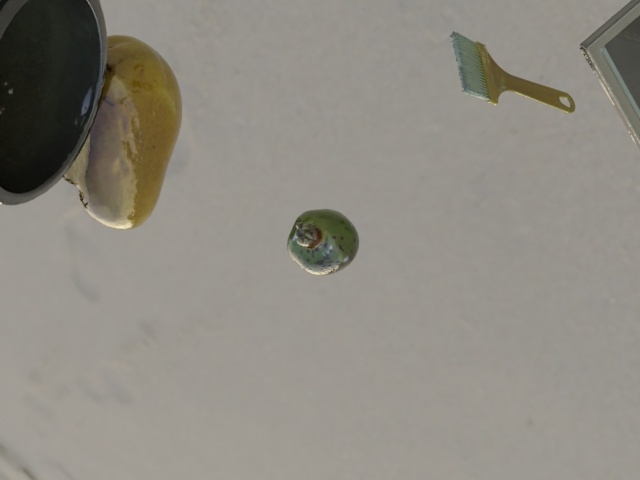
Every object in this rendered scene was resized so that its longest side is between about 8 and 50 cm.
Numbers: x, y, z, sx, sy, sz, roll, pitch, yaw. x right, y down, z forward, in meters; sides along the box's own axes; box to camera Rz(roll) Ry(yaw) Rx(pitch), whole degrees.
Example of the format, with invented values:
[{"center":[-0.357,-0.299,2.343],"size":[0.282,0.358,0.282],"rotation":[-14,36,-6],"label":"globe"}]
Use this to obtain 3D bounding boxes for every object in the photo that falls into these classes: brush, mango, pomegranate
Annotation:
[{"center":[0.234,-0.185,1.668],"size":[0.205,0.083,0.011],"rotation":[14,146,-38],"label":"brush"},{"center":[-0.265,-0.138,1.850],"size":[0.130,0.167,0.262],"rotation":[35,122,50],"label":"mango"},{"center":[0.004,0.002,1.409],"size":[0.073,0.073,0.084],"rotation":[47,178,-4],"label":"pomegranate"}]

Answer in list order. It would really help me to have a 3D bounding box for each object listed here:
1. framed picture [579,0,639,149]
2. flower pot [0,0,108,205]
[{"center":[0.384,-0.214,1.380],"size":[0.189,0.260,0.023],"rotation":[50,180,-41],"label":"framed picture"},{"center":[-0.369,-0.186,1.556],"size":[0.166,0.269,0.269],"rotation":[19,150,20],"label":"flower pot"}]
